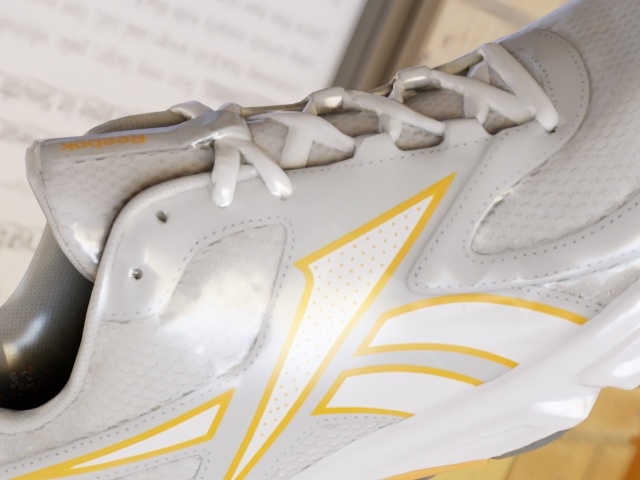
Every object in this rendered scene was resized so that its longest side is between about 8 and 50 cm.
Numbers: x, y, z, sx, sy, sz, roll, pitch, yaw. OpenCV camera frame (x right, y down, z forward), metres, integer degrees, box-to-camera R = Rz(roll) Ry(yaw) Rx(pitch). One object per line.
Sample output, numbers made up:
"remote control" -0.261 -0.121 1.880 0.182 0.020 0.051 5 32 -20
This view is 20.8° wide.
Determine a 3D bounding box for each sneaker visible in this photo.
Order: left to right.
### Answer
"sneaker" 0.000 0.000 0.413 0.121 0.262 0.099 47 -173 -24
